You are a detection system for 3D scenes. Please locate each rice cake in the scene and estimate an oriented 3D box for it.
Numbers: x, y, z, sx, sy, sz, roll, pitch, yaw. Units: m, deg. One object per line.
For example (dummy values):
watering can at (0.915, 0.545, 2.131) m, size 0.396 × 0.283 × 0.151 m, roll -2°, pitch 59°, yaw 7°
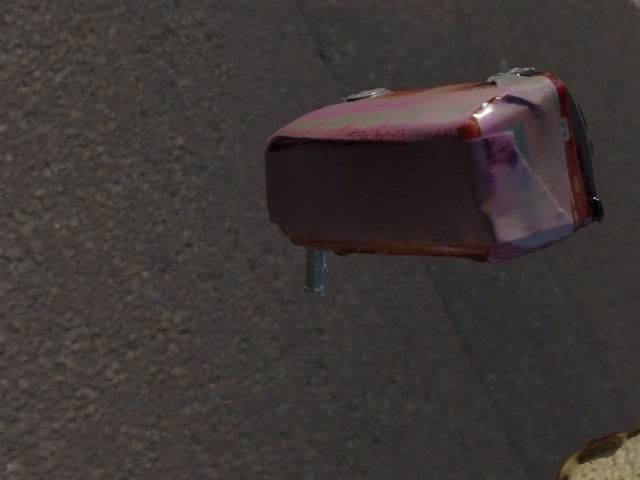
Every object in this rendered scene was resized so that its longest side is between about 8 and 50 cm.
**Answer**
rice cake at (0.000, 0.000, 1.900) m, size 0.030 × 0.042 × 0.180 m, roll -27°, pitch 122°, yaw -76°

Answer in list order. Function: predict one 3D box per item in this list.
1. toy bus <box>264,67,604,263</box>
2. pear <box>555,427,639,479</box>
toy bus at (0.077, -0.058, 0.976) m, size 0.147 × 0.302 × 0.128 m, roll -24°, pitch 106°, yaw -36°
pear at (0.395, 0.387, 1.327) m, size 0.191 × 0.340 × 0.386 m, roll 33°, pitch 1°, yaw -16°
